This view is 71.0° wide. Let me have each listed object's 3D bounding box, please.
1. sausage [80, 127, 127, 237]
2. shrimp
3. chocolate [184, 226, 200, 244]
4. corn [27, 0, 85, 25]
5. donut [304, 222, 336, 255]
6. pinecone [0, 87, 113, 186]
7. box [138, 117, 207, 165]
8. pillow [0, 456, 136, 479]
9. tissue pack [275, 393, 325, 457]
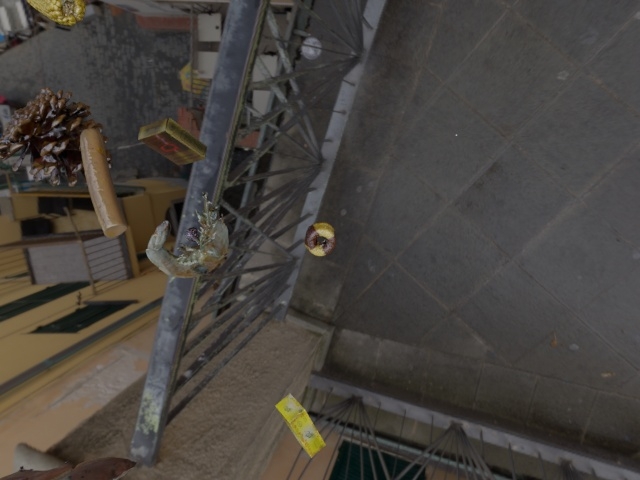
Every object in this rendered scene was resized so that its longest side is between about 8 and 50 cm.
[{"bbox_3d":[-0.553,-0.152,1.132,0.066,0.066,0.301,-30,71,21],"label":"sausage"},{"bbox_3d":[-0.399,-0.005,1.377,0.360,0.247,0.085,-64,37,39],"label":"shrimp"},{"bbox_3d":[-0.503,0.008,1.895,0.147,0.072,0.070,38,73,7],"label":"chocolate"},{"bbox_3d":[-0.711,-0.639,1.198,0.310,0.101,0.101,33,113,37],"label":"corn"},{"bbox_3d":[0.000,0.000,1.796,0.140,0.059,0.140,-4,119,-7],"label":"donut"},{"bbox_3d":[-0.947,-0.341,1.646,0.385,0.384,0.384,4,104,16],"label":"pinecone"},{"bbox_3d":[-0.614,-0.408,1.884,0.159,0.240,0.071,-6,69,25],"label":"box"},{"bbox_3d":[-0.328,0.290,0.489,0.248,0.135,0.049,-16,90,23],"label":"pillow"},{"bbox_3d":[-0.060,0.558,1.353,0.062,0.095,0.176,-36,122,-19],"label":"tissue pack"}]
